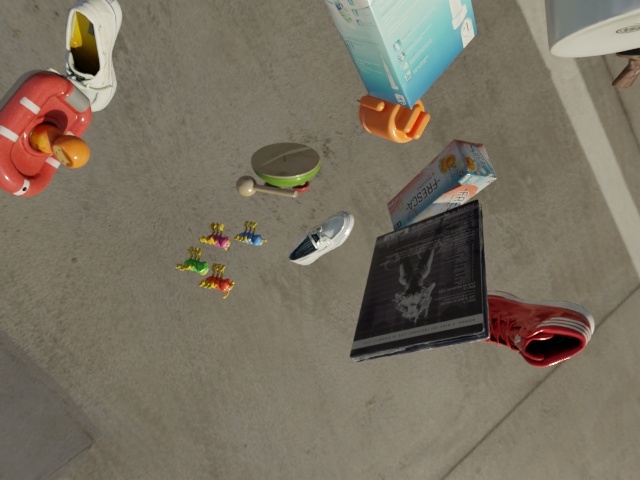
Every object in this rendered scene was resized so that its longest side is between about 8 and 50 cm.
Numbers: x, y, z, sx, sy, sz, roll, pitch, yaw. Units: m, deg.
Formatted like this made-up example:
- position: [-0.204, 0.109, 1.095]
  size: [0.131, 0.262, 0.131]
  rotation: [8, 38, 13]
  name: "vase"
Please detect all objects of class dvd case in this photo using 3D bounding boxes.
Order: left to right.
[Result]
- position: [0.128, 0.046, 0.533]
  size: [0.018, 0.165, 0.221]
  rotation: [50, 38, -25]
  name: "dvd case"

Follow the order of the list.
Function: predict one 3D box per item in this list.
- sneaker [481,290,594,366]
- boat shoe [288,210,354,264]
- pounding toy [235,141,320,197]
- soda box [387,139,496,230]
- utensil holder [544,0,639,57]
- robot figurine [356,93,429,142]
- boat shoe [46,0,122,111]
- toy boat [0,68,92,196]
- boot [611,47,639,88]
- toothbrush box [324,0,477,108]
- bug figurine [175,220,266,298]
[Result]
- position: [0.279, 0.128, 0.629]
  size: [0.128, 0.222, 0.086]
  rotation: [-9, 90, -55]
  name: "sneaker"
- position: [0.000, 0.000, 1.187]
  size: [0.226, 0.083, 0.076]
  rotation: [-46, 155, 25]
  name: "boat shoe"
- position: [-0.100, -0.158, 1.108]
  size: [0.183, 0.236, 0.110]
  rotation: [13, 133, 14]
  name: "pounding toy"
- position: [0.180, -0.075, 0.648]
  size: [0.058, 0.183, 0.062]
  rotation: [2, 64, -25]
  name: "soda box"
- position: [0.579, -0.580, 0.764]
  size: [0.328, 0.328, 0.384]
  rotation: [-8, 98, -18]
  name: "utensil holder"
- position: [0.192, -0.340, 1.134]
  size: [0.158, 0.219, 0.128]
  rotation: [-24, 127, -24]
  name: "robot figurine"
- position: [-0.601, -0.442, 1.061]
  size: [0.136, 0.367, 0.156]
  rotation: [30, 50, -19]
  name: "boat shoe"
- position: [-0.491, -0.180, 0.759]
  size: [0.151, 0.151, 0.230]
  rotation: [29, 80, 10]
  name: "toy boat"
- position: [0.726, -0.409, 0.997]
  size: [0.107, 0.114, 0.037]
  rotation: [1, 66, -1]
  name: "boot"
- position: [0.142, -0.428, 0.743]
  size: [0.216, 0.126, 0.295]
  rotation: [-50, 140, -5]
  name: "toothbrush box"
- position: [-0.310, 0.048, 1.311]
  size: [0.278, 0.217, 0.072]
  rotation: [-59, 152, -35]
  name: "bug figurine"
